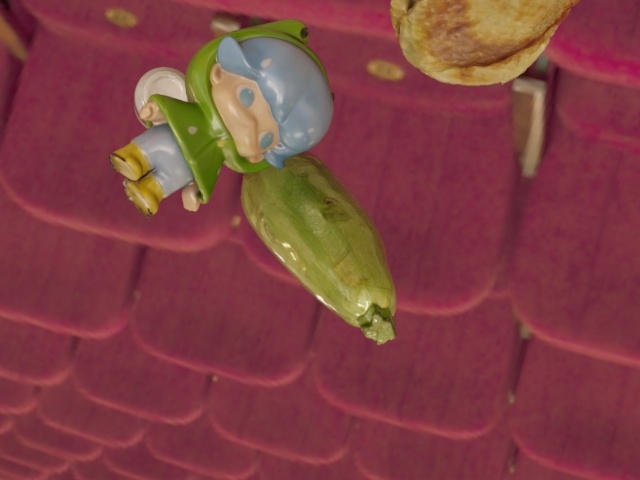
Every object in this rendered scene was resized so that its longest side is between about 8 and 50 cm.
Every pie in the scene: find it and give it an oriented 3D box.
[{"bbox_3d":[0.163,-0.224,1.112,0.179,0.084,0.205,3,150,-20],"label":"pie"}]

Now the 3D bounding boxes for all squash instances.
[{"bbox_3d":[0.001,-0.007,1.286,0.118,0.118,0.370,29,-168,-31],"label":"squash"}]

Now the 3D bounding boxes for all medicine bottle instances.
[{"bbox_3d":[-0.244,-0.219,1.817,0.095,0.095,0.260,22,177,-10],"label":"medicine bottle"}]

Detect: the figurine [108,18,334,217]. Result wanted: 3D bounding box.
[{"bbox_3d":[-0.100,-0.130,1.238,0.143,0.263,0.162,16,137,58],"label":"figurine"}]
